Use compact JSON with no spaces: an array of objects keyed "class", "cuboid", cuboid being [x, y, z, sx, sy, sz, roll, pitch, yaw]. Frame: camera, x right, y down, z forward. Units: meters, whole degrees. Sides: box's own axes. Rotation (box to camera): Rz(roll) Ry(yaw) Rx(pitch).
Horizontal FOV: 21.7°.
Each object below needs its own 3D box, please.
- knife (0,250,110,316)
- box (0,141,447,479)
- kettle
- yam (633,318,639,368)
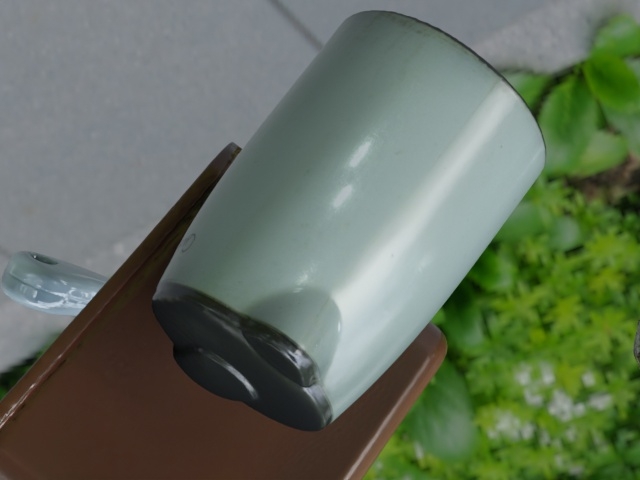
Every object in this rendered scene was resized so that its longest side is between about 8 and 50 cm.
[{"class":"knife","cuboid":[-0.133,0.081,1.525,0.331,0.080,0.044,21,95,-26]},{"class":"box","cuboid":[-0.098,0.140,1.230,0.229,0.339,0.239,38,152,-1]},{"class":"kettle","cuboid":[0.000,0.000,1.062,0.161,0.236,0.221,42,159,-15]},{"class":"yam","cuboid":[0.255,0.096,1.192,0.043,0.043,0.094,-26,119,17]}]
